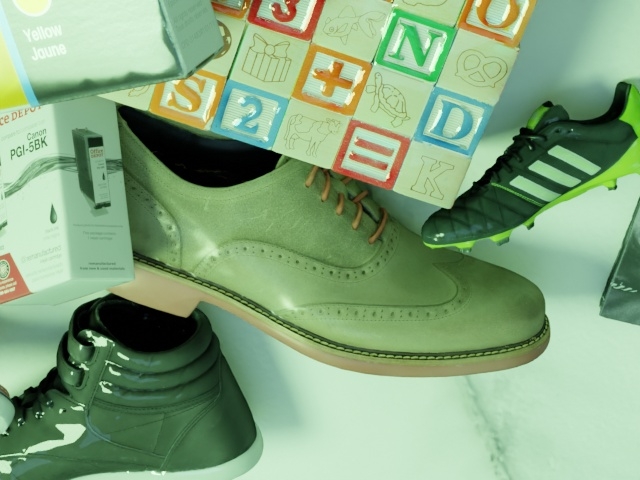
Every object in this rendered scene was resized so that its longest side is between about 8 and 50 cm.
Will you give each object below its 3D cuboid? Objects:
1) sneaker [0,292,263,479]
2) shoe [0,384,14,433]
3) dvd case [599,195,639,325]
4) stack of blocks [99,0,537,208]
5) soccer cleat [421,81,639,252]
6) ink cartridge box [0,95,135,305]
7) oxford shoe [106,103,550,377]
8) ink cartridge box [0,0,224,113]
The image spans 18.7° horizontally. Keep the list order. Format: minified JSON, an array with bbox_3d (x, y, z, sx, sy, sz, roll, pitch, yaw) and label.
[{"bbox_3d":[-0.198,0.115,1.445,0.295,0.104,0.147,-8,119,3],"label":"sneaker"},{"bbox_3d":[-0.283,0.091,1.413,0.178,0.081,0.063,2,142,34],"label":"shoe"},{"bbox_3d":[0.326,0.012,1.375,0.221,0.018,0.164,13,122,-3],"label":"dvd case"},{"bbox_3d":[-0.024,-0.154,1.264,0.297,0.087,0.171,17,122,-5],"label":"stack of blocks"},{"bbox_3d":[0.144,-0.050,1.316,0.179,0.060,0.072,-24,106,-7],"label":"soccer cleat"},{"bbox_3d":[-0.180,-0.030,1.305,0.056,0.135,0.099,1,167,-43],"label":"ink cartridge box"},{"bbox_3d":[0.000,0.000,1.341,0.348,0.123,0.130,13,117,-4],"label":"oxford shoe"},{"bbox_3d":[-0.243,-0.223,1.184,0.303,0.072,0.307,-9,112,27],"label":"ink cartridge box"}]
